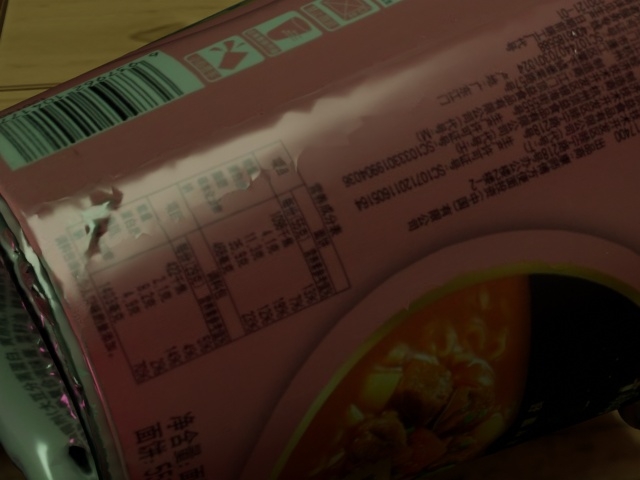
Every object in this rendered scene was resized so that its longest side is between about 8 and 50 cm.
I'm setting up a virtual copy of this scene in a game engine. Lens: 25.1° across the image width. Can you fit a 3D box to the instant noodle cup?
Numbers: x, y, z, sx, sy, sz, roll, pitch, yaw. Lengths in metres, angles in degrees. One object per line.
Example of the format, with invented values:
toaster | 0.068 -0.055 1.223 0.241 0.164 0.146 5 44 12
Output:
instant noodle cup | 0.000 0.000 0.538 0.255 0.244 0.244 -23 47 -23
